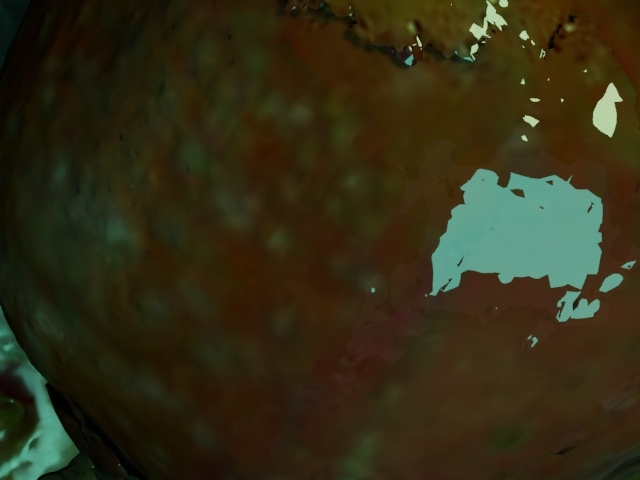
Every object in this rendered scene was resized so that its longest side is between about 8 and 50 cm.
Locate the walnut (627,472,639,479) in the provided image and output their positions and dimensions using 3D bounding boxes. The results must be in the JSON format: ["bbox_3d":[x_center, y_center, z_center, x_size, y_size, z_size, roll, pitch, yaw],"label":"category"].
[{"bbox_3d":[0.176,0.124,0.762,0.282,0.283,0.227,0,106,-10],"label":"walnut"}]

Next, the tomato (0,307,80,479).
[{"bbox_3d":[-0.148,0.145,0.792,0.338,0.144,0.338,-7,111,-17],"label":"tomato"}]

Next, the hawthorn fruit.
[{"bbox_3d":[0.000,0.000,0.622,0.276,0.276,0.307,39,104,-27],"label":"hawthorn fruit"}]
